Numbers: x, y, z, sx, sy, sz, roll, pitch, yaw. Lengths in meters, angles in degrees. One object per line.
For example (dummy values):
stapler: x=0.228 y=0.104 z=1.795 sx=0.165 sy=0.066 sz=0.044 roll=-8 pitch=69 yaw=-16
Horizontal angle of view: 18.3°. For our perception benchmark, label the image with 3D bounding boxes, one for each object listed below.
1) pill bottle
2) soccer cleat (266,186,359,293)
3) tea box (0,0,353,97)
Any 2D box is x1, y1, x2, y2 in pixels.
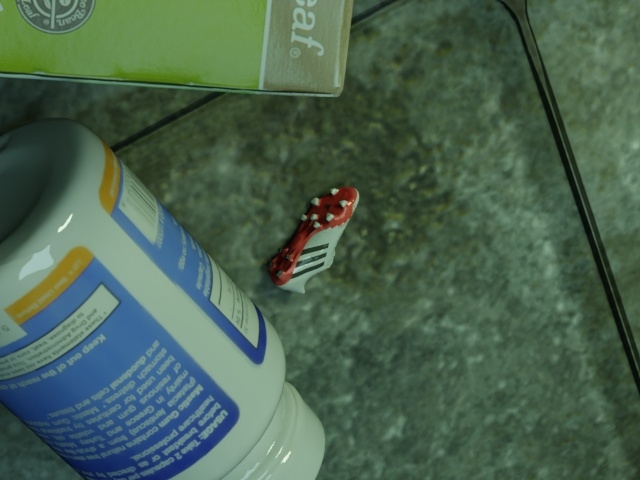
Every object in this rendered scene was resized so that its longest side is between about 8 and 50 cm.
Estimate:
pill bottle: x=-0.117 y=0.067 z=1.207 sx=0.152 sy=0.152 sz=0.272 roll=-42 pitch=123 yaw=-2
soccer cleat: x=0.000 y=0.000 z=1.305 sx=0.035 sy=0.029 sz=0.083 roll=33 pitch=100 yaw=-41
tea box: x=-0.134 y=-0.264 z=0.958 sx=0.323 sy=0.220 sz=0.329 roll=5 pitch=113 yaw=-5
